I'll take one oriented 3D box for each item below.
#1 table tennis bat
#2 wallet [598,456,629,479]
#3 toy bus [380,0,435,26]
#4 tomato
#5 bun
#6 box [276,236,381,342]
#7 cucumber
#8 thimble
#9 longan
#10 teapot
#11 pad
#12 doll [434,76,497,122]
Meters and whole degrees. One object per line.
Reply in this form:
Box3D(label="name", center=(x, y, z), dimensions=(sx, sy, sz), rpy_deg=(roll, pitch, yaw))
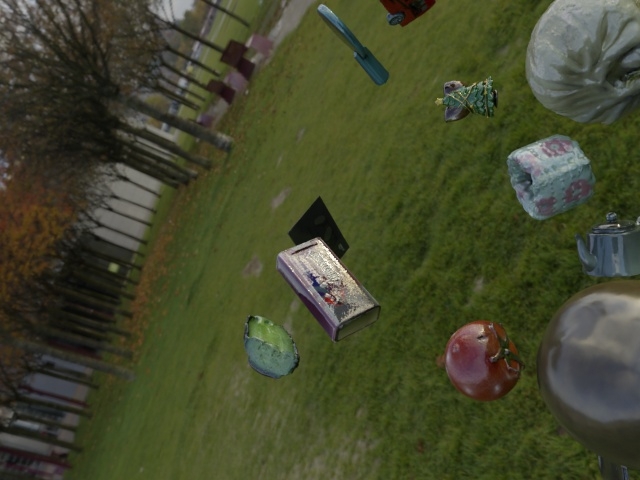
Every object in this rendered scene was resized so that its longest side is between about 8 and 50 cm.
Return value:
Box3D(label="table tennis bat", center=(0.066, -0.374, 1.116), dimensions=(0.033, 0.201, 0.124), rpy_deg=(-43, 35, 10))
Box3D(label="wallet", center=(0.785, 0.620, 1.558), dimensions=(0.157, 0.018, 0.082), rpy_deg=(61, -153, -82))
Box3D(label="toy bus", center=(0.124, -0.449, 0.996), dimensions=(0.089, 0.195, 0.081), rpy_deg=(-23, 73, 25))
Box3D(label="tomato", center=(0.349, 0.264, 1.259), dimensions=(0.167, 0.167, 0.167), rpy_deg=(-55, 22, 35))
Box3D(label="bun", center=(0.659, -0.421, 1.352), dimensions=(0.360, 0.359, 0.211), rpy_deg=(-53, 36, 38))
Box3D(label="box", center=(0.013, 0.097, 1.204), dimensions=(0.224, 0.120, 0.069), rpy_deg=(46, 146, 34))
Box3D(label="cucumber", center=(-0.118, 0.231, 1.267), dimensions=(0.193, 0.115, 0.086), rpy_deg=(-116, 44, -69))
Box3D(label="thimble", center=(0.557, -0.156, 1.408), dimensions=(0.211, 0.149, 0.186), rpy_deg=(23, -135, -83))
Box3D(label="longan", center=(0.518, 0.216, 0.942), dimensions=(0.319, 0.318, 0.319), rpy_deg=(-55, 22, 35))
Box3D(label="teapot", center=(0.748, 0.000, 1.466), dimensions=(0.162, 0.239, 0.149), rpy_deg=(-155, 53, -78))
Box3D(label="pad", center=(0.000, 0.000, 1.414), dimensions=(0.004, 0.190, 0.127), rpy_deg=(16, 58, 43))
Box3D(label="doll", center=(0.275, -0.264, 1.077), dimensions=(0.076, 0.113, 0.078), rpy_deg=(133, 136, -84))
